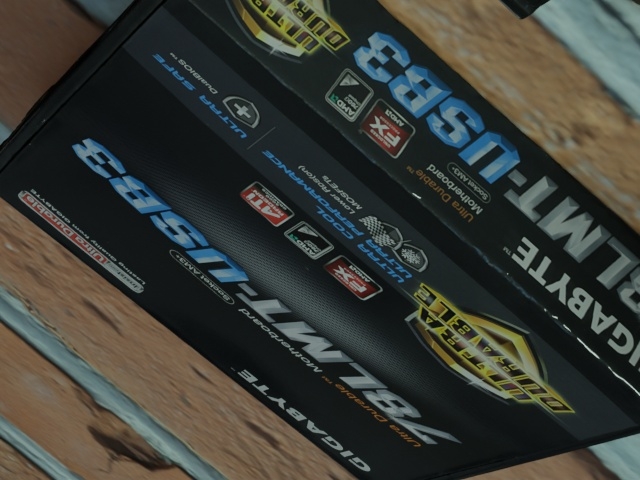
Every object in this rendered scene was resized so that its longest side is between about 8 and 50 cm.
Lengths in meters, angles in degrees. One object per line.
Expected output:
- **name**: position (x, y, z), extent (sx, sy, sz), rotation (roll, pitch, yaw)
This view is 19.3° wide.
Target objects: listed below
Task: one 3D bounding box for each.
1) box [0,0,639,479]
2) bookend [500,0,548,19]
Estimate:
- **box**: position (0.000, 0.000, 0.922), extent (0.295, 0.073, 0.293), rotation (41, 152, -11)
- **bookend**: position (0.034, -0.135, 0.657), extent (0.156, 0.072, 0.157), rotation (41, 153, -13)
